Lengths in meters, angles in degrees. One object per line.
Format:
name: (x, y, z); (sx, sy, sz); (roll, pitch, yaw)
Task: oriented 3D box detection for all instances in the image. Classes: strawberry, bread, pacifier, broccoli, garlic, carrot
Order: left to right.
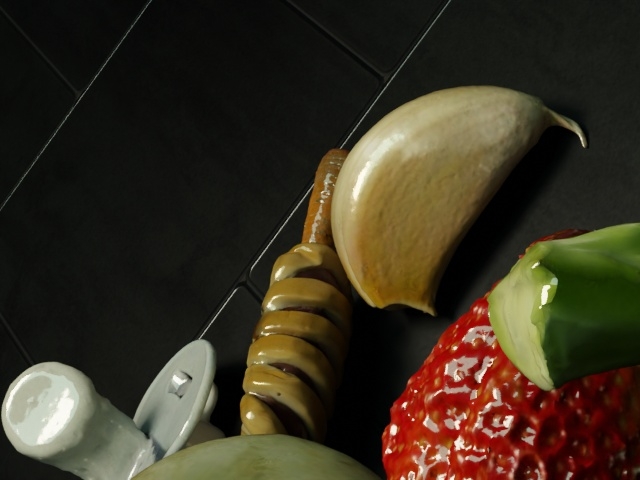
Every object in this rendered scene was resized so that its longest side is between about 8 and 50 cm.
pacifier: (-0.214, 0.198, 1.886); (0.279, 0.207, 0.227); (-62, 19, -5)
bread: (-0.020, 0.117, 1.774); (0.081, 0.134, 0.225); (7, 53, 8)
carrot: (0.000, 0.000, 1.918); (0.047, 0.047, 0.191); (-2, 67, 48)
garlic: (0.107, -0.051, 1.780); (0.164, 0.145, 0.245); (43, 99, 20)
strawberry: (0.166, 0.135, 1.459); (0.250, 0.238, 0.288); (26, 109, 43)
broccoli: (0.339, 0.049, 1.227); (0.353, 0.397, 0.275); (-9, 83, 41)

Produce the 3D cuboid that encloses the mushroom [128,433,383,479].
mushroom: (-0.060, 0.325, 1.575); (0.352, 0.260, 0.352); (-12, 46, 12)
